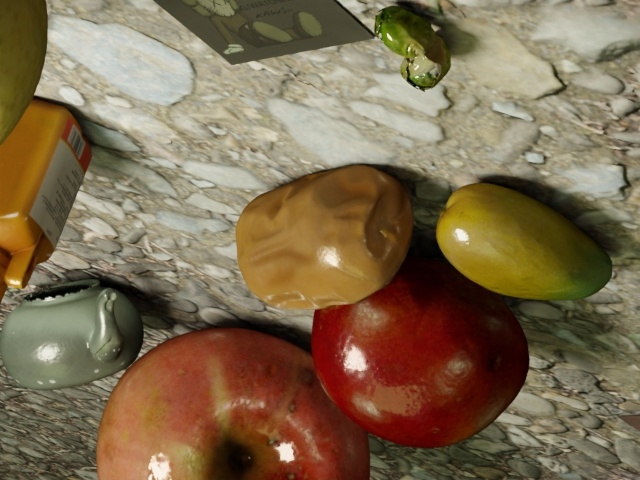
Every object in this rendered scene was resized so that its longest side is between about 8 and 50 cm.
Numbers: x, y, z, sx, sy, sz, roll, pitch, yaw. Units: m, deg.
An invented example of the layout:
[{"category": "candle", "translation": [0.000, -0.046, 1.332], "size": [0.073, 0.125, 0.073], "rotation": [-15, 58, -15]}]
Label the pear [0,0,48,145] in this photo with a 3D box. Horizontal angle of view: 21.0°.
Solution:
[{"category": "pear", "translation": [-0.404, -0.182, 1.434], "size": [0.348, 0.348, 0.348], "rotation": [17, 158, 7]}]

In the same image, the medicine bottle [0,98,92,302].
[{"category": "medicine bottle", "translation": [-0.355, -0.042, 1.859], "size": [0.149, 0.222, 0.112], "rotation": [12, 157, 16]}]

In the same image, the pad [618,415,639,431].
[{"category": "pad", "translation": [0.472, 0.261, 2.169], "size": [0.187, 0.006, 0.113], "rotation": [35, 154, -32]}]

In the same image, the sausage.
[{"category": "sausage", "translation": [0.000, -0.001, 1.792], "size": [0.120, 0.136, 0.241], "rotation": [34, 158, -28]}]

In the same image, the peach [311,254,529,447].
[{"category": "peach", "translation": [0.105, 0.117, 1.883], "size": [0.243, 0.200, 0.243], "rotation": [14, 154, 7]}]

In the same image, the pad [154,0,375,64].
[{"category": "pad", "translation": [-0.058, -0.202, 1.534], "size": [0.190, 0.004, 0.127], "rotation": [-5, 147, 45]}]

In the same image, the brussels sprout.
[{"category": "brussels sprout", "translation": [0.080, -0.162, 1.457], "size": [0.051, 0.046, 0.083], "rotation": [-4, 148, 32]}]

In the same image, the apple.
[{"category": "apple", "translation": [-0.120, 0.292, 2.286], "size": [0.363, 0.364, 0.364], "rotation": [17, 158, 7]}]

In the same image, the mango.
[{"category": "mango", "translation": [0.202, 0.008, 1.705], "size": [0.194, 0.092, 0.130], "rotation": [17, 157, -19]}]

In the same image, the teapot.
[{"category": "teapot", "translation": [-0.335, 0.121, 2.308], "size": [0.193, 0.130, 0.294], "rotation": [-16, -170, -32]}]
